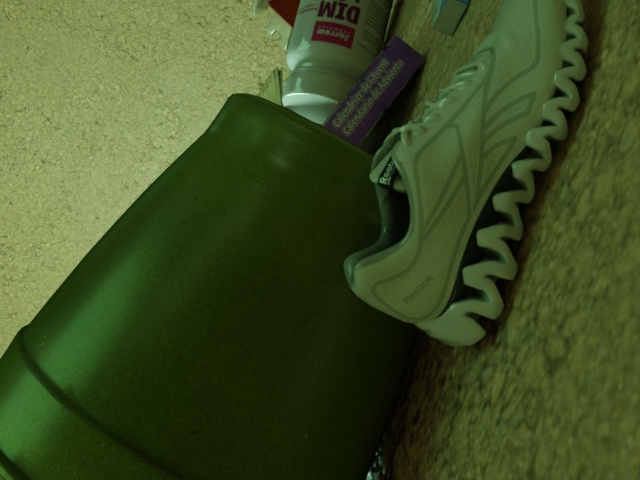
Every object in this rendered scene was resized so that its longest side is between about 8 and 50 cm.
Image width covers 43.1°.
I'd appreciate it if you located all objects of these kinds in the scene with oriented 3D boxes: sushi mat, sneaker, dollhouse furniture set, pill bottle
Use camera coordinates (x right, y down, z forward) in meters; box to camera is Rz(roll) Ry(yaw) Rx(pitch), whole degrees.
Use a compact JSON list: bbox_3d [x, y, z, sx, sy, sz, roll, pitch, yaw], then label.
[{"bbox_3d":[-0.090,-0.138,1.447,0.151,0.019,0.316,136,134,-60],"label":"sushi mat"},{"bbox_3d":[0.108,-0.072,0.602,0.110,0.118,0.292,180,109,-82],"label":"sneaker"},{"bbox_3d":[0.008,-0.482,1.593,0.259,0.262,0.135,-40,-10,-37],"label":"dollhouse furniture set"},{"bbox_3d":[0.031,-0.356,1.412,0.160,0.160,0.283,145,139,-74],"label":"pill bottle"}]

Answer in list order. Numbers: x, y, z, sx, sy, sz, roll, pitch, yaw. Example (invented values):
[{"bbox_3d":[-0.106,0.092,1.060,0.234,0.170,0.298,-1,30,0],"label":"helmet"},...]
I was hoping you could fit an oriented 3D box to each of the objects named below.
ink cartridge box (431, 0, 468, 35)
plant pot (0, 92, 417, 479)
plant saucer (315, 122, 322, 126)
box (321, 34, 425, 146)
[{"bbox_3d":[0.158,-0.296,0.987,0.048,0.028,0.083,119,165,-48],"label":"ink cartridge box"},{"bbox_3d":[-0.065,0.071,0.745,0.353,0.366,0.366,-60,10,0],"label":"plant pot"},{"bbox_3d":[-0.023,-0.179,1.741,0.188,0.045,0.188,120,165,-49],"label":"plant saucer"},{"bbox_3d":[0.029,-0.150,1.174,0.201,0.057,0.293,-54,4,-20],"label":"box"}]
